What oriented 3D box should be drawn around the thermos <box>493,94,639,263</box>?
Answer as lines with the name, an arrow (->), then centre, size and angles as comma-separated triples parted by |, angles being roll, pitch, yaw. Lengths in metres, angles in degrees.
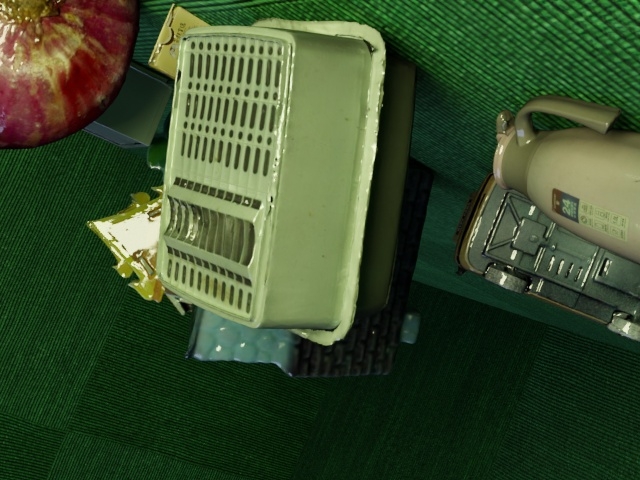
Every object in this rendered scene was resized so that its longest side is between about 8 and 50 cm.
thermos -> 0.232, -0.062, 0.782 | 0.193, 0.105, 0.137 | 29, 155, 44

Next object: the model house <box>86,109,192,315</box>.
model house -> -0.230, -0.053, 1.582 | 0.313, 0.357, 0.242 | 14, 179, -10

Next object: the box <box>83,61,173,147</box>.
box -> -0.382, -0.251, 1.512 | 0.225, 0.117, 0.225 | 24, 176, -22

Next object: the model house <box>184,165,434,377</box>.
model house -> 0.000, 0.000, 1.345 | 0.339, 0.360, 0.297 | 11, -172, -6

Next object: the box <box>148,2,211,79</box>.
box -> -0.121, -0.198, 1.033 | 0.149, 0.073, 0.020 | 27, 173, -38

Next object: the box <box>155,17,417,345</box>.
box -> -0.033, -0.060, 0.857 | 0.166, 0.290, 0.221 | 0, -168, -38

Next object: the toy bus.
toy bus -> 0.303, 0.019, 1.115 | 0.290, 0.139, 0.157 | 20, -178, -9

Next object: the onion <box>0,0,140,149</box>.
onion -> -0.344, -0.213, 1.016 | 0.256, 0.230, 0.272 | 22, 169, 1
